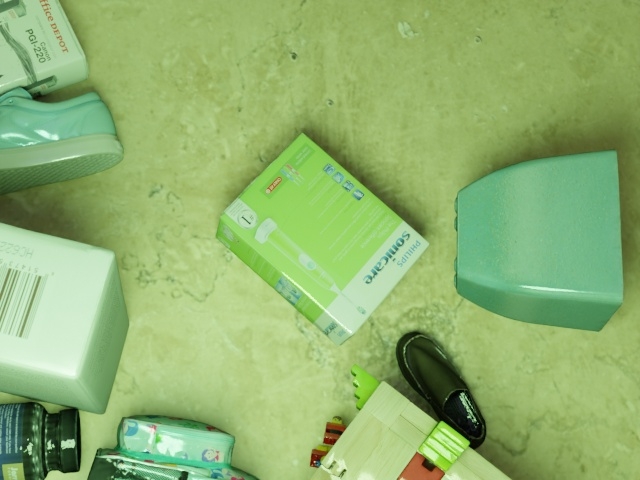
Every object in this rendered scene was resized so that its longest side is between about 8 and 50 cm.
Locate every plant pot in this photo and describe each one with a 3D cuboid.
[{"bbox_3d":[0.347,0.006,1.525,0.252,0.247,0.248,0,73,7],"label":"plant pot"}]

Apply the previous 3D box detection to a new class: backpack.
[{"bbox_3d":[-0.206,0.355,1.333,0.253,0.225,0.191,19,77,-8],"label":"backpack"}]

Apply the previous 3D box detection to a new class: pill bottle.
[{"bbox_3d":[-0.467,0.301,1.354,0.219,0.123,0.123,-2,75,-10],"label":"pill bottle"}]

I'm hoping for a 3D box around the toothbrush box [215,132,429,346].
[{"bbox_3d":[0.000,0.000,1.522,0.283,0.122,0.206,40,71,4],"label":"toothbrush box"}]

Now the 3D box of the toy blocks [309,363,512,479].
[{"bbox_3d":[0.122,0.391,1.284,0.381,0.191,0.261,36,79,10],"label":"toy blocks"}]

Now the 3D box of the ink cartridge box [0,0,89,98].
[{"bbox_3d":[-0.518,-0.315,1.537,0.217,0.092,0.159,-24,80,-17],"label":"ink cartridge box"}]

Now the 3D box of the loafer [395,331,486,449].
[{"bbox_3d":[0.208,0.240,1.512,0.080,0.078,0.220,-34,83,-17],"label":"loafer"}]

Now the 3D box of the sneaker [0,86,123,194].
[{"bbox_3d":[-0.512,-0.163,1.481,0.365,0.135,0.150,-10,74,-24],"label":"sneaker"}]

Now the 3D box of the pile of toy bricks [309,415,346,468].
[{"bbox_3d":[0.096,0.322,1.470,0.212,0.118,0.105,10,34,4],"label":"pile of toy bricks"}]

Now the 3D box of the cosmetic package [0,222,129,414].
[{"bbox_3d":[-0.394,0.115,1.245,0.230,0.453,0.162,15,72,-6],"label":"cosmetic package"}]
